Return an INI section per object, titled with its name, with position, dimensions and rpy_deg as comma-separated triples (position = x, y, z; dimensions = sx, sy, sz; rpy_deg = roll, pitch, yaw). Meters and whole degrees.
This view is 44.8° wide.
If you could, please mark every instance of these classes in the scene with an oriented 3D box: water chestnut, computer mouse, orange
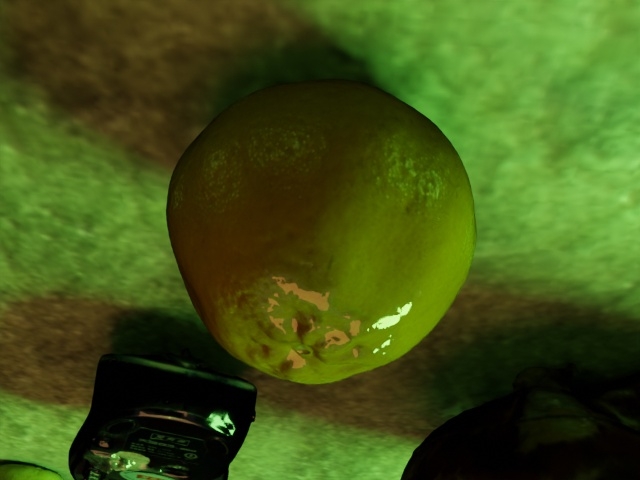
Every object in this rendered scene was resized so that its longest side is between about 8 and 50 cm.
[water chestnut]
position = 0.226, 0.268, 0.564
dimensions = 0.335, 0.347, 0.335
rpy_deg = -2, 152, -1
[computer mouse]
position = -0.132, 0.154, 0.657
dimensions = 0.137, 0.096, 0.233
rpy_deg = 14, 140, -19
[orange]
position = 0.000, 0.000, 0.389
dimensions = 0.158, 0.136, 0.159
rpy_deg = 3, 141, 2

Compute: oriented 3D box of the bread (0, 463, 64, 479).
[bread]
position = -0.390, 0.356, 0.978
dimensions = 0.102, 0.094, 0.245
rpy_deg = 18, 143, -25
